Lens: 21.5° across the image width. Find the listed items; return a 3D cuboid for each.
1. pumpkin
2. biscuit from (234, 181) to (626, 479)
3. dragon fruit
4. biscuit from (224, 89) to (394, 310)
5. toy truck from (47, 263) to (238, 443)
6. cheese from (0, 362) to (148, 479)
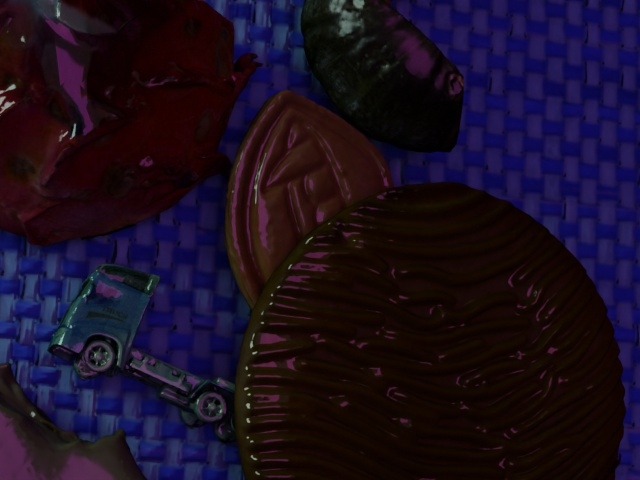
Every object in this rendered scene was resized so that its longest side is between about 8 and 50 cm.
[{"bbox_3d":[0.041,-0.152,1.223,0.107,0.119,0.183,-3,77,-17],"label":"pumpkin"},{"bbox_3d":[0.087,0.116,1.203,0.318,0.040,0.318,3,84,-27],"label":"biscuit"},{"bbox_3d":[-0.159,-0.083,1.156,0.274,0.126,0.161,-4,82,-14],"label":"dragon fruit"},{"bbox_3d":[0.000,0.000,1.207,0.142,0.029,0.221,-23,102,-25],"label":"biscuit"},{"bbox_3d":[-0.097,0.080,1.179,0.175,0.067,0.081,25,76,-10],"label":"toy truck"},{"bbox_3d":[-0.201,0.175,1.127,0.175,0.091,0.202,-37,92,-18],"label":"cheese"}]
